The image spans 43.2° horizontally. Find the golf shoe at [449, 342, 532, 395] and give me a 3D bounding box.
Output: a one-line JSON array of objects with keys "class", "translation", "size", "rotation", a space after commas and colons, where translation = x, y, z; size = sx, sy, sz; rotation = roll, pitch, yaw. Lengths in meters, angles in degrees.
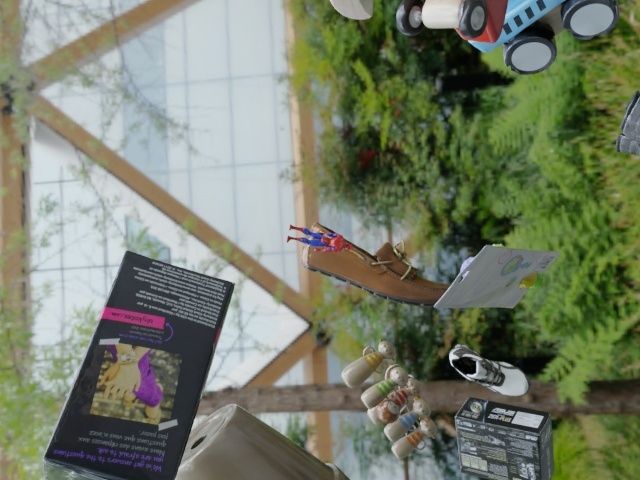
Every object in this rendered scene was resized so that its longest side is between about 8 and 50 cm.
[{"class": "golf shoe", "translation": [0.383, 0.309, 1.851], "size": [0.094, 0.198, 0.077], "rotation": [-20, -50, -70]}]

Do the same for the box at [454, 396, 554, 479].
[{"class": "box", "translation": [0.378, 0.417, 1.660], "size": [0.077, 0.180, 0.147], "rotation": [-38, -55, -49]}]

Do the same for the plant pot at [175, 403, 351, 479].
[{"class": "plant pot", "translation": [-0.134, 0.462, 1.469], "size": [0.280, 0.323, 0.323], "rotation": [51, -165, -8]}]

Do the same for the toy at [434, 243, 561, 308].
[{"class": "toy", "translation": [0.285, 0.050, 1.332], "size": [0.237, 0.137, 0.056], "rotation": [8, -143, -44]}]

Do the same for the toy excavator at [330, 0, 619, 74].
[{"class": "toy excavator", "translation": [0.298, -0.523, 1.605], "size": [0.445, 0.433, 0.222], "rotation": [27, -128, -30]}]

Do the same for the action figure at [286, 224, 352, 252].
[{"class": "action figure", "translation": [0.000, 0.000, 1.404], "size": [0.030, 0.115, 0.038], "rotation": [106, 176, -65]}]

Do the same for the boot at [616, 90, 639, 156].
[{"class": "boot", "translation": [0.703, -0.236, 1.563], "size": [0.118, 0.222, 0.338], "rotation": [-51, -19, -27]}]

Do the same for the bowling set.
[{"class": "bowling set", "translation": [0.194, 0.385, 1.921], "size": [0.287, 0.154, 0.200], "rotation": [55, 169, -3]}]

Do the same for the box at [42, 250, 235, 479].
[{"class": "box", "translation": [-0.215, 0.177, 0.974], "size": [0.165, 0.143, 0.270], "rotation": [117, 170, -57]}]

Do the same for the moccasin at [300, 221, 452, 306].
[{"class": "moccasin", "translation": [0.145, 0.057, 1.972], "size": [0.139, 0.380, 0.147], "rotation": [5, -74, -79]}]

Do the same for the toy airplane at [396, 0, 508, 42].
[{"class": "toy airplane", "translation": [0.201, -0.525, 1.206], "size": [0.272, 0.386, 0.384], "rotation": [-47, -3, -28]}]
